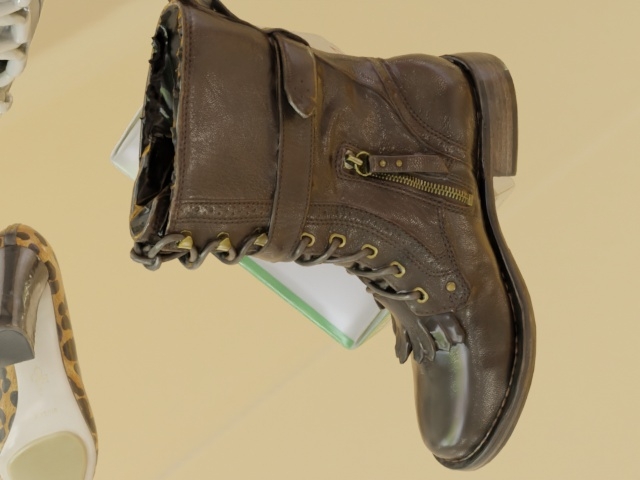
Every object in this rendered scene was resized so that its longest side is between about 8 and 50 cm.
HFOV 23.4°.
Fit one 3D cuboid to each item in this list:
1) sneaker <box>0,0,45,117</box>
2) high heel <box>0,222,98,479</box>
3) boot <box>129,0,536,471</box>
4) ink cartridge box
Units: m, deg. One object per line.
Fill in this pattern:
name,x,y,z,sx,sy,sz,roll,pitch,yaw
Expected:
sneaker,-0.152,-0.108,0.656,0.111,0.129,0.297,-3,173,-27
high heel,-0.252,0.119,1.414,0.093,0.261,0.186,-8,-144,-2
boot,0.000,0.000,0.833,0.229,0.263,0.091,0,176,-35
ink cartridge box,0.010,-0.048,1.110,0.211,0.121,0.289,38,-167,9
